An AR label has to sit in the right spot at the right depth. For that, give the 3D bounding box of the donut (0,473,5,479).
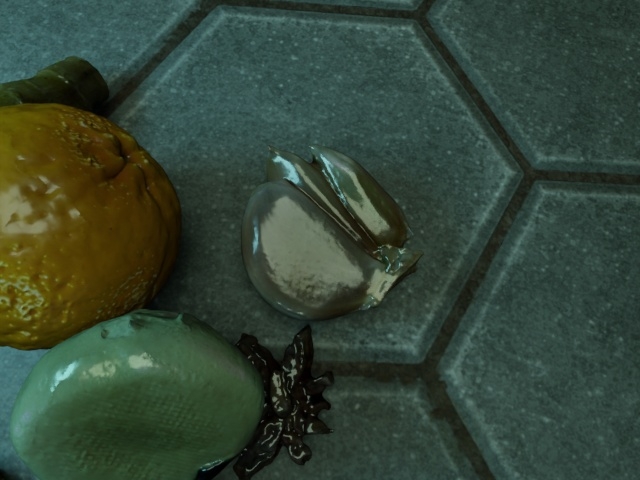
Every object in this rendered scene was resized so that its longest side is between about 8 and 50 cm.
[{"bbox_3d":[-0.527,0.396,0.589,0.166,0.073,0.184,35,72,5],"label":"donut"}]

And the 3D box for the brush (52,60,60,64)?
[{"bbox_3d":[-0.526,-0.316,0.842,0.021,0.019,0.083,-4,72,5],"label":"brush"}]

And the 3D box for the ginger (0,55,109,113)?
[{"bbox_3d":[-0.471,-0.224,0.725,0.116,0.109,0.263,18,43,5],"label":"ginger"}]

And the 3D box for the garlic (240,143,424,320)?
[{"bbox_3d":[0.001,-0.001,0.724,0.325,0.132,0.279,39,73,5],"label":"garlic"}]

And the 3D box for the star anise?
[{"bbox_3d":[-0.078,0.242,0.659,0.214,0.099,0.220,-16,75,-11],"label":"star anise"}]

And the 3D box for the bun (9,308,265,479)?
[{"bbox_3d":[-0.222,0.194,0.552,0.283,0.283,0.179,-12,31,-8],"label":"bun"}]

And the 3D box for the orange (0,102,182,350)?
[{"bbox_3d":[-0.359,-0.026,0.594,0.293,0.340,0.341,-40,77,18],"label":"orange"}]
